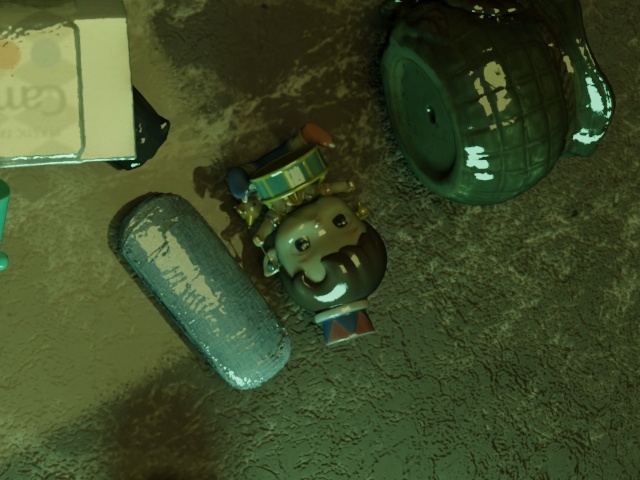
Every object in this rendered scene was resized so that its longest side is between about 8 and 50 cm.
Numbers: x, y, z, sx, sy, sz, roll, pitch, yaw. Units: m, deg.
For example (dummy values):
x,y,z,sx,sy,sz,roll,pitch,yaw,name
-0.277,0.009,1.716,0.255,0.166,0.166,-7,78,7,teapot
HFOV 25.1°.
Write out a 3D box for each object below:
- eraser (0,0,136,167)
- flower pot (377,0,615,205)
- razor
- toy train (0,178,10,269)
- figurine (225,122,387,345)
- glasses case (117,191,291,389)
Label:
x,y,z,sx,sy,sz,roll,pitch,yaw,name
-0.418,-0.184,1.652,0.397,0.082,0.213,-3,93,-12,eraser
0.209,-0.204,1.820,0.213,0.302,0.302,-22,100,-18,flower pot
-0.257,-0.157,1.762,0.148,0.054,0.090,45,81,-17,razor
-0.437,0.021,1.644,0.159,0.101,0.248,2,126,-26,toy train
-0.002,-0.001,1.813,0.161,0.158,0.275,-33,104,-7,figurine
-0.144,0.065,1.811,0.109,0.067,0.282,-42,105,-17,glasses case
